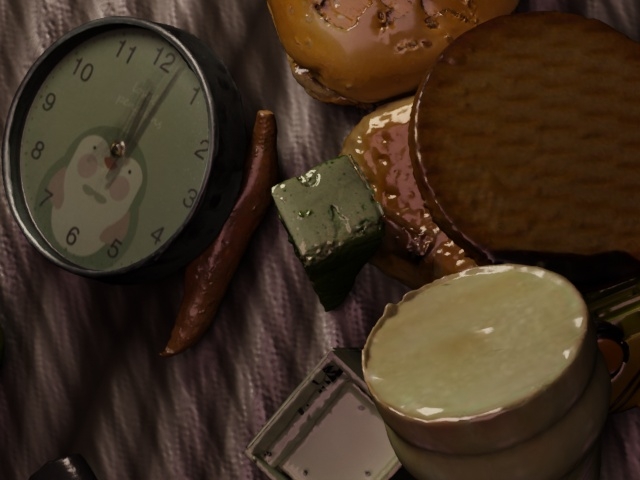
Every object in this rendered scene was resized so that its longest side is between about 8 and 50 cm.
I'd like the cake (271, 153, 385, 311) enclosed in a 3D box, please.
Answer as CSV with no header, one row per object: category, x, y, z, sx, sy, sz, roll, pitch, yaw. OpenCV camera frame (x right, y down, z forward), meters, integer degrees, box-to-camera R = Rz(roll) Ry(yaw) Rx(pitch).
cake,-0.014,0.011,1.692,0.099,0.235,0.100,-22,72,-22

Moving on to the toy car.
toy car,0.329,0.104,1.629,0.248,0.200,0.142,-23,106,8

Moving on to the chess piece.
chess piece,0.210,0.258,1.524,0.234,0.234,0.442,-14,122,14

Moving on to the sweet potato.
sweet potato,-0.116,-0.005,1.814,0.072,0.066,0.314,35,100,55

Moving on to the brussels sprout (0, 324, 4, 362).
brussels sprout,-0.444,0.120,1.866,0.151,0.122,0.149,18,84,51

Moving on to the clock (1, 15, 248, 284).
clock,-0.236,-0.108,1.819,0.319,0.066,0.319,-4,82,28

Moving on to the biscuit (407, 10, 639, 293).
biscuit,0.246,-0.097,1.615,0.318,0.040,0.318,3,70,-9

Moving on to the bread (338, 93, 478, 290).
bread,0.140,-0.048,1.711,0.244,0.134,0.244,-1,87,18

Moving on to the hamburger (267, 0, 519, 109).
hamburger,0.074,-0.312,1.736,0.284,0.174,0.304,-18,88,2

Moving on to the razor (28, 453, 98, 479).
razor,-0.288,0.329,1.837,0.090,0.054,0.148,-33,79,7

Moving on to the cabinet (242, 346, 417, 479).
cabinet,0.035,0.213,1.678,0.150,0.206,0.145,43,97,14
